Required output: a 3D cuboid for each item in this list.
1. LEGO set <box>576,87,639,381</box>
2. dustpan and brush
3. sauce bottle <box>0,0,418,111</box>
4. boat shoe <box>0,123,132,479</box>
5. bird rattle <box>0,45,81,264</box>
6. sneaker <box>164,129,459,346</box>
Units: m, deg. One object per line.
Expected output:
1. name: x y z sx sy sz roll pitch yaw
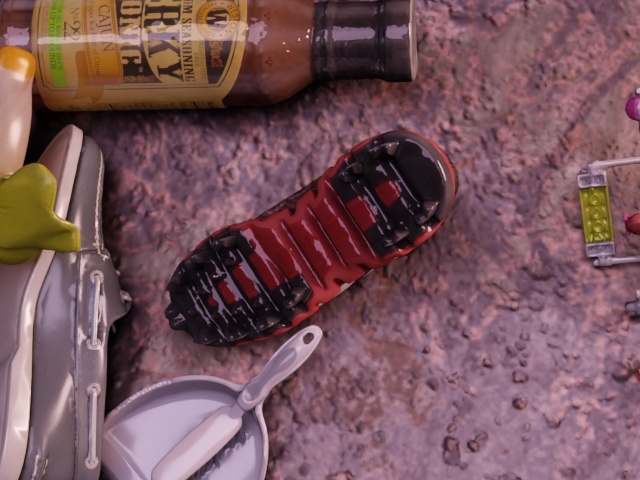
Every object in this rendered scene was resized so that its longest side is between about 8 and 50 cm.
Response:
1. LEGO set: 0.256 0.027 1.051 0.107 0.132 0.287 -6 83 15
2. dustpan and brush: -0.075 0.145 1.093 0.211 0.060 0.147 -43 76 -3
3. sauce bottle: -0.093 -0.165 1.142 0.344 0.111 0.111 -2 77 7
4. boat shoe: -0.210 0.061 1.122 0.099 0.116 0.319 19 64 -29
5. bird rattle: -0.280 -0.046 1.087 0.143 0.253 0.207 16 73 -26
6. sneaker: 0.000 0.000 1.101 0.276 0.135 0.097 -32 87 23
